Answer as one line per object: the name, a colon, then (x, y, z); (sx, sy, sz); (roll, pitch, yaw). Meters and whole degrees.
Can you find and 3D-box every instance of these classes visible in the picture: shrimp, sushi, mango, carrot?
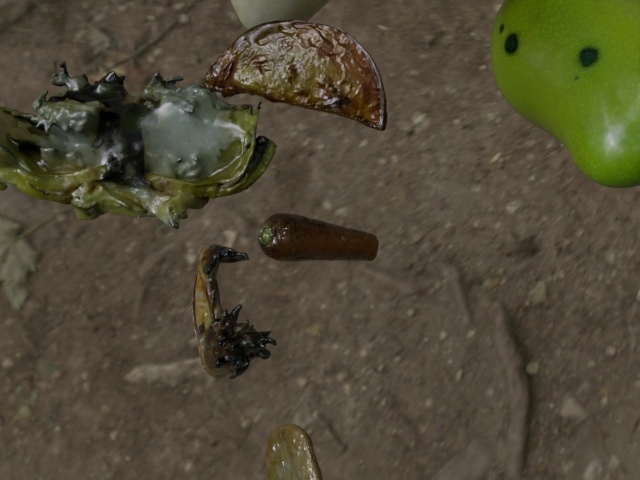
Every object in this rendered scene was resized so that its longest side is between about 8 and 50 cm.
shrimp: (-0.120, 0.085, 1.230); (0.075, 0.289, 0.178); (-9, 85, -13)
sushi: (-0.187, -0.087, 0.903); (0.291, 0.139, 0.131); (5, 112, -9)
mango: (0.268, -0.167, 0.945); (0.175, 0.293, 0.143); (-32, 131, 14)
carrot: (0.000, 0.000, 1.096); (0.055, 0.162, 0.055); (-5, 84, 47)

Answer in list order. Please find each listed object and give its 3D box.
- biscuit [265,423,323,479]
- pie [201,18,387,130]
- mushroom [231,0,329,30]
biscuit: (-0.016, 0.225, 0.805); (0.071, 0.018, 0.147); (-38, 60, 45)
pie: (-0.022, -0.167, 0.927); (0.191, 0.033, 0.088); (13, 99, 11)
mushroom: (0.046, -0.396, 0.979); (0.353, 0.353, 0.324); (-10, 100, 26)
